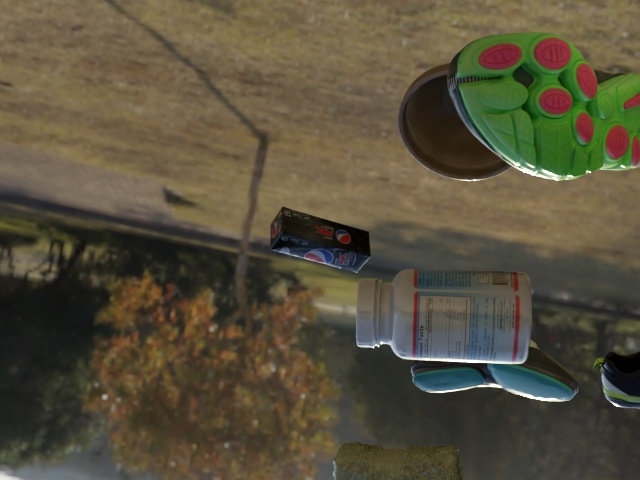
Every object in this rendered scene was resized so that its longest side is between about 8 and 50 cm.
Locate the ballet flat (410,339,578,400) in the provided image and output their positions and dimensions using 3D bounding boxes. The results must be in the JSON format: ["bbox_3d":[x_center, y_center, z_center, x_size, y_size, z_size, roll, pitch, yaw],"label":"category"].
[{"bbox_3d":[0.266,0.182,1.694,0.280,0.096,0.095,0,141,34],"label":"ballet flat"}]

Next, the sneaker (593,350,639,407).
[{"bbox_3d":[0.546,0.207,1.725,0.235,0.097,0.084,-7,-153,23],"label":"sneaker"}]

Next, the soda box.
[{"bbox_3d":[0.000,0.000,1.883,0.169,0.060,0.053,15,140,-21],"label":"soda box"}]

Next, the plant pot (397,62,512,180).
[{"bbox_3d":[0.266,-0.233,1.993,0.237,0.109,0.237,9,131,11],"label":"plant pot"}]

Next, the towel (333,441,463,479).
[{"bbox_3d":[0.057,0.223,0.808,0.110,0.148,0.027,-4,169,28],"label":"towel"}]

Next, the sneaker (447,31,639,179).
[{"bbox_3d":[0.297,-0.172,1.513,0.202,0.185,0.483,7,-179,36],"label":"sneaker"}]

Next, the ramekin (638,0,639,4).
[{"bbox_3d":[0.480,-0.331,1.242,0.303,0.303,0.148,17,166,-37],"label":"ramekin"}]

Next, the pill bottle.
[{"bbox_3d":[0.116,0.071,1.045,0.160,0.087,0.087,2,171,6],"label":"pill bottle"}]
